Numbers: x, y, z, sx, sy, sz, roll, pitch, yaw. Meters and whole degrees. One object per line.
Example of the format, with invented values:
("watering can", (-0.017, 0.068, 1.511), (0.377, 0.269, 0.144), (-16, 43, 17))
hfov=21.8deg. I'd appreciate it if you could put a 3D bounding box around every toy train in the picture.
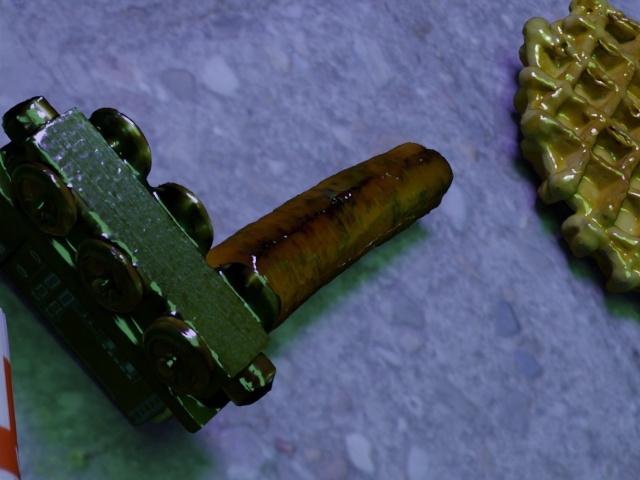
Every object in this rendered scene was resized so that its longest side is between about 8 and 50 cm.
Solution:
("toy train", (-0.124, 0.020, 1.008), (0.225, 0.137, 0.090), (51, 51, -1))

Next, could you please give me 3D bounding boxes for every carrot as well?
("carrot", (0.000, 0.000, 1.143), (0.260, 0.070, 0.070), (-32, 82, -43))

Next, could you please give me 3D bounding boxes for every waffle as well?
("waffle", (0.281, -0.064, 1.363), (0.283, 0.065, 0.309), (-3, 67, -31))

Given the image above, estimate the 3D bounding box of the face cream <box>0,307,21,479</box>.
("face cream", (-0.214, 0.124, 0.908), (0.102, 0.102, 0.345), (6, 60, -29))
